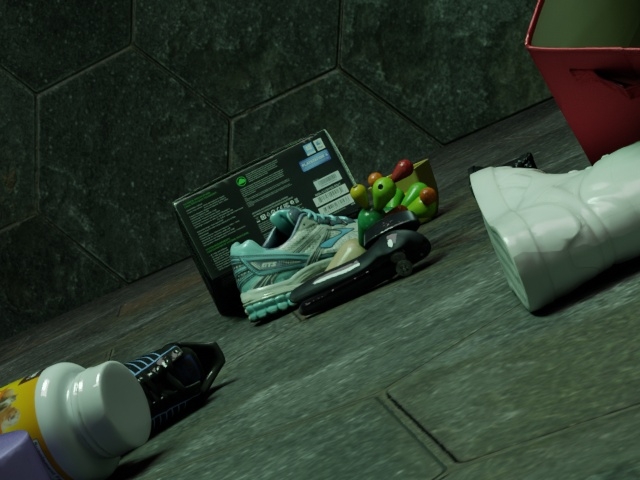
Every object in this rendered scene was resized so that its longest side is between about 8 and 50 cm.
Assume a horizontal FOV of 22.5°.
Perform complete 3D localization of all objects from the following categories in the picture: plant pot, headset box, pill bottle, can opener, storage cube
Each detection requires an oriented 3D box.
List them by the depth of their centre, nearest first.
[{"bbox_3d":[0.312,-0.180,1.389,0.183,0.193,0.215,6,63,33],"label":"storage cube"},{"bbox_3d":[-0.267,0.187,1.496,0.215,0.117,0.117,-23,5,20],"label":"pill bottle"},{"bbox_3d":[0.049,0.038,1.932,0.186,0.059,0.073,-34,29,12],"label":"can opener"},{"bbox_3d":[-0.072,-0.019,2.372,0.246,0.131,0.283,-26,-12,-6],"label":"headset box"},{"bbox_3d":[0.134,-0.064,2.415,0.081,0.083,0.081,-24,5,24],"label":"plant pot"}]

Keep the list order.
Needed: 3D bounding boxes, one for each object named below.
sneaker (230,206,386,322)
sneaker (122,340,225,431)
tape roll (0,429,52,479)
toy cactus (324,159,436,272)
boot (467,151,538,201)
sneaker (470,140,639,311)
[{"bbox_3d":[0.000,0.000,2.164,0.283,0.122,0.110,-28,5,-36],"label":"sneaker"},{"bbox_3d":[-0.177,0.152,1.644,0.090,0.081,0.232,-31,1,23],"label":"sneaker"},{"bbox_3d":[-0.346,0.256,1.319,0.275,0.090,0.275,-25,4,2],"label":"tape roll"},{"bbox_3d":[0.065,-0.014,2.020,0.180,0.112,0.219,-47,-9,-10],"label":"toy cactus"},{"bbox_3d":[0.267,-0.099,2.352,0.099,0.045,0.121,-27,11,12],"label":"boot"},{"bbox_3d":[0.230,-0.026,1.416,0.169,0.108,0.292,-23,14,2],"label":"sneaker"}]
